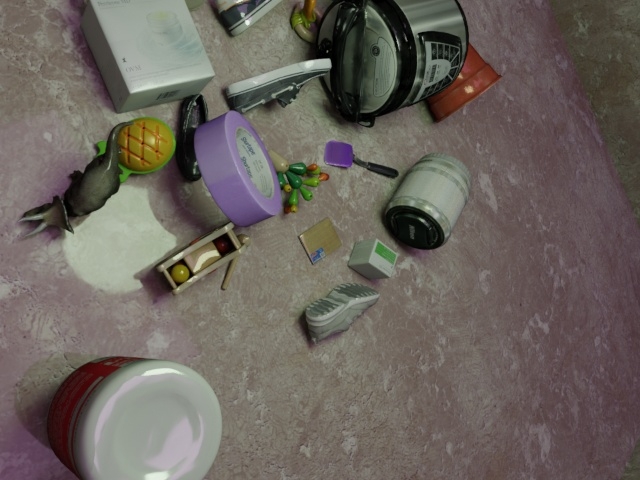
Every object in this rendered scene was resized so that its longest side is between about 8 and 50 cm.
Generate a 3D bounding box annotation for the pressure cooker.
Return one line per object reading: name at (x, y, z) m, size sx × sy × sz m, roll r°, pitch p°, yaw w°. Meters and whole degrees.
pressure cooker at (0.189, -0.564, 1.570) m, size 0.420 × 0.375 × 0.370 m, roll -27°, pitch 92°, yaw -34°

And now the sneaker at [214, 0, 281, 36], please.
sneaker at (-0.170, -0.719, 1.492) m, size 0.127 × 0.126 × 0.321 m, roll 53°, pitch 57°, yaw -23°

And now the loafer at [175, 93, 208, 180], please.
loafer at (-0.320, -0.263, 1.322) m, size 0.076 × 0.078 × 0.223 m, roll 5°, pitch 78°, yaw -35°

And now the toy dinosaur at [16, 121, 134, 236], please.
toy dinosaur at (-0.473, -0.116, 1.102) m, size 0.121 × 0.313 × 0.160 m, roll 46°, pitch 19°, yaw -32°

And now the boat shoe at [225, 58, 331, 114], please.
boat shoe at (-0.105, -0.419, 1.443) m, size 0.301 × 0.108 × 0.102 m, roll -20°, pitch 104°, yaw -8°

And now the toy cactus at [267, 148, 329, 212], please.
toy cactus at (-0.087, -0.179, 1.482) m, size 0.180 × 0.112 × 0.219 m, roll 47°, pitch 58°, yaw 2°

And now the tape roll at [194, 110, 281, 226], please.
tape roll at (-0.197, -0.175, 1.291) m, size 0.275 × 0.090 × 0.275 m, roll -20°, pitch 90°, yaw -76°

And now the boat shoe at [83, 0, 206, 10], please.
boat shoe at (-0.439, -0.628, 1.295) m, size 0.335 × 0.112 × 0.096 m, roll -24°, pitch 83°, yaw -42°

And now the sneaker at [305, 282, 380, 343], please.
sneaker at (0.061, 0.207, 1.522) m, size 0.281 × 0.105 × 0.115 m, roll -18°, pitch 122°, yaw -39°

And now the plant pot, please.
plant pot at (0.454, -0.608, 1.862) m, size 0.272 × 0.272 × 0.265 m, roll -42°, pitch 98°, yaw -34°

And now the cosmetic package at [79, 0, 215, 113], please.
cosmetic package at (-0.411, -0.454, 1.251) m, size 0.224 × 0.138 × 0.225 m, roll -26°, pitch 95°, yaw -34°

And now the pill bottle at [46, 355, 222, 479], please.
pill bottle at (-0.367, 0.331, 0.966) m, size 0.229 × 0.407 × 0.229 m, roll 8°, pitch 77°, yaw -36°

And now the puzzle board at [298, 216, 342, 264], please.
puzzle board at (0.000, 0.000, 1.551) m, size 0.128 × 0.011 × 0.096 m, roll -34°, pitch 103°, yaw -35°

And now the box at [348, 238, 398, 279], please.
box at (0.160, 0.059, 1.600) m, size 0.101 × 0.102 × 0.087 m, roll 34°, pitch 65°, yaw -28°

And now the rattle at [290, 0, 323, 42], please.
rattle at (0.020, -0.682, 1.622) m, size 0.199 × 0.142 × 0.130 m, roll 24°, pitch 49°, yaw -24°

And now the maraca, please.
maraca at (-0.431, -0.213, 1.224) m, size 0.185 × 0.099 × 0.127 m, roll -30°, pitch 98°, yaw -10°

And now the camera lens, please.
camera lens at (0.353, -0.123, 1.703) m, size 0.219 × 0.219 × 0.274 m, roll 47°, pitch 58°, yaw -20°

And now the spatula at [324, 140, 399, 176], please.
spatula at (0.141, -0.252, 1.690) m, size 0.296 × 0.030 × 0.084 m, roll 13°, pitch 71°, yaw -34°

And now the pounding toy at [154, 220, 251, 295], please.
pounding toy at (-0.251, 0.057, 1.264) m, size 0.269 × 0.154 × 0.155 m, roll -37°, pitch 103°, yaw -35°
